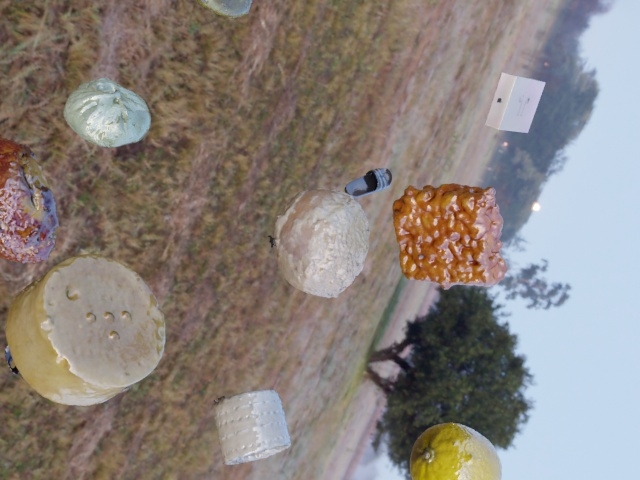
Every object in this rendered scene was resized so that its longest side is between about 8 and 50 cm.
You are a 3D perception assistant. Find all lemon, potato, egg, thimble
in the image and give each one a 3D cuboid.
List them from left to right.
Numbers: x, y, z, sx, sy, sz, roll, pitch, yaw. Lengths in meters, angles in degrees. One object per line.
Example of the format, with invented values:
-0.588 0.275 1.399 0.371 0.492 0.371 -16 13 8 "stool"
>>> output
-0.310 -0.750 1.890 0.113 0.150 0.251 -22 165 41 "potato"
-0.100 0.267 0.910 0.115 0.102 0.090 -42 -123 48 "thimble"
0.000 0.000 1.710 0.279 0.279 0.311 97 -2 -69 "egg"
0.298 0.507 1.403 0.192 0.231 0.192 -34 -140 35 "lemon"

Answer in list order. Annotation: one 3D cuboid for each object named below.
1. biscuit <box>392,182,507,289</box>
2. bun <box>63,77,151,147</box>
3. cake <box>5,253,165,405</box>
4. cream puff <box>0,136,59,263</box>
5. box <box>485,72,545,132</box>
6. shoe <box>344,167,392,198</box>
0.359 -0.012 1.794 0.110 0.318 0.312 -42 129 -47 "biscuit"
-0.533 -0.332 1.592 0.127 0.203 0.212 -60 173 34 "bun"
-0.562 0.228 1.429 0.321 0.332 0.332 -33 -166 32 "cake"
-0.815 -0.095 1.625 0.228 0.350 0.351 -21 147 -31 "cream puff"
0.480 -0.340 1.562 0.130 0.051 0.129 -4 117 -41 "box"
0.158 -0.184 1.954 0.179 0.071 0.049 -24 162 -26 "shoe"
